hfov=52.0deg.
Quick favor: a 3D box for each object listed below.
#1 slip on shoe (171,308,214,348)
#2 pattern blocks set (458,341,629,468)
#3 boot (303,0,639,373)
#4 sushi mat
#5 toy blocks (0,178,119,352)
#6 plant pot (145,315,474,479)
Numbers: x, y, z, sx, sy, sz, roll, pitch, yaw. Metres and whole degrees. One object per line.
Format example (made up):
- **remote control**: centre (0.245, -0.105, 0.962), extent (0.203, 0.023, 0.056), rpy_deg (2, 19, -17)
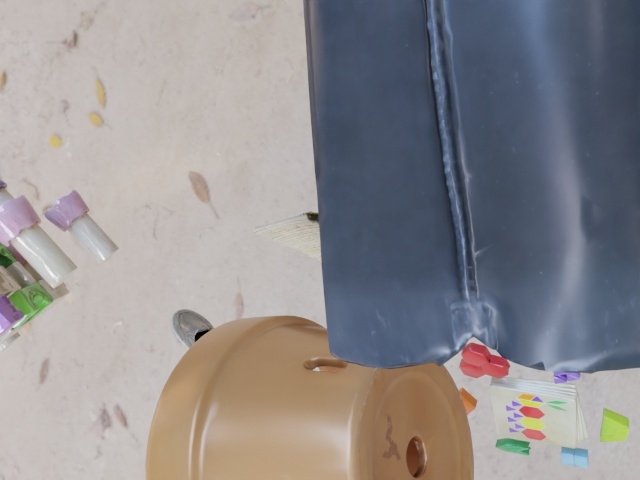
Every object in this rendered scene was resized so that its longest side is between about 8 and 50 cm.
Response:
- **slip on shoe**: centre (-0.165, 0.134, 0.909), extent (0.135, 0.051, 0.041), rpy_deg (47, 144, 39)
- **pattern blocks set**: centre (0.362, 0.286, 1.103), extent (0.285, 0.325, 0.026), rpy_deg (10, 51, 19)
- **boot**: centre (0.146, -0.154, 0.308), extent (0.366, 0.146, 0.446), rpy_deg (0, 96, 37)
- **sushi mat**: centre (0.000, 0.000, 0.990), extent (0.019, 0.151, 0.316), rpy_deg (-70, 16, -9)
- **toy blocks**: centre (-0.514, 0.022, 0.952), extent (0.309, 0.288, 0.260), rpy_deg (-41, 97, 1)
- **plant pot**: centre (0.012, 0.209, 0.632), extent (0.203, 0.290, 0.291), rpy_deg (-13, 81, 38)
